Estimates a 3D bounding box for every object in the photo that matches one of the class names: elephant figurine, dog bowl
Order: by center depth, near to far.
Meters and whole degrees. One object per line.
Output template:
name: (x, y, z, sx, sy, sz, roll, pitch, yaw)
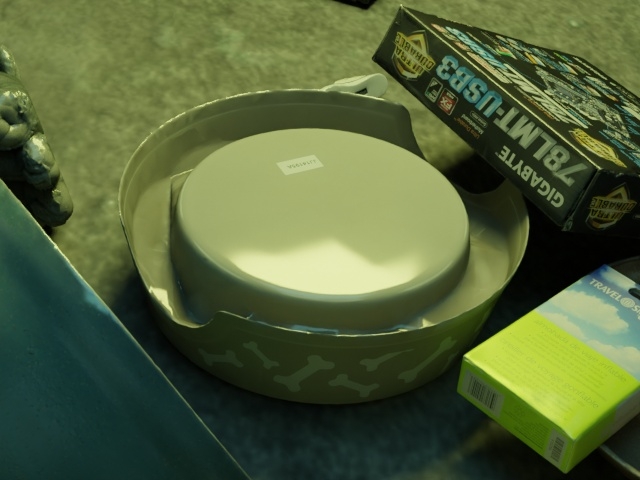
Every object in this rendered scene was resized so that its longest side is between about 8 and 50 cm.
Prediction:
elephant figurine: (-0.350, -0.048, 1.028, 0.239, 0.169, 0.186, -22, 15, -10)
dog bowl: (0.000, 0.000, 1.040, 0.349, 0.102, 0.348, 4, 38, -3)

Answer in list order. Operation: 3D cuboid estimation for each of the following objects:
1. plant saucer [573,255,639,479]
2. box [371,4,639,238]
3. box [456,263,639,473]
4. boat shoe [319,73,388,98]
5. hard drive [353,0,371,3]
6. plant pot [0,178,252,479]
plant saucer: (0.334, 0.124, 0.970, 0.311, 0.050, 0.310, 4, 37, -3)
box: (0.243, -0.107, 1.151, 0.293, 0.073, 0.295, 3, 33, -42)
box: (0.203, 0.092, 0.921, 0.178, 0.042, 0.109, -28, 49, -35)
boat shoe: (0.026, -0.160, 1.307, 0.100, 0.035, 0.035, -26, 21, -29)
hard drive: (-0.039, -0.427, 1.609, 0.339, 0.064, 0.237, 20, 40, 16)
plant pot: (-0.183, 0.132, 0.736, 0.196, 0.293, 0.293, -39, 52, -10)
